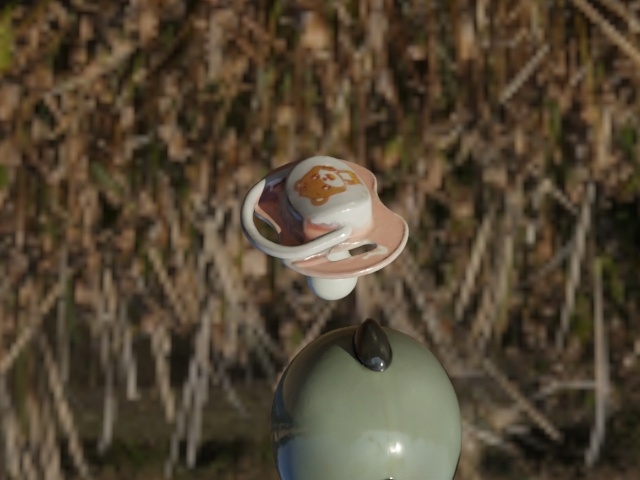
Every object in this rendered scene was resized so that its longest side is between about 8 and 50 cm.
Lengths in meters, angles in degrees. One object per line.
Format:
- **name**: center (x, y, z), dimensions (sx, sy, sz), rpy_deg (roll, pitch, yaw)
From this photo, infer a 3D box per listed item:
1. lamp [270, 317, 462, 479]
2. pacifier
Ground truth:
- **lamp**: center (0.039, 0.180, 1.694), dimensions (0.198, 0.197, 0.244), rpy_deg (2, 170, -5)
- **pacifier**: center (0.000, 0.000, 0.952), dimensions (0.081, 0.099, 0.078), rpy_deg (-16, 133, -13)
